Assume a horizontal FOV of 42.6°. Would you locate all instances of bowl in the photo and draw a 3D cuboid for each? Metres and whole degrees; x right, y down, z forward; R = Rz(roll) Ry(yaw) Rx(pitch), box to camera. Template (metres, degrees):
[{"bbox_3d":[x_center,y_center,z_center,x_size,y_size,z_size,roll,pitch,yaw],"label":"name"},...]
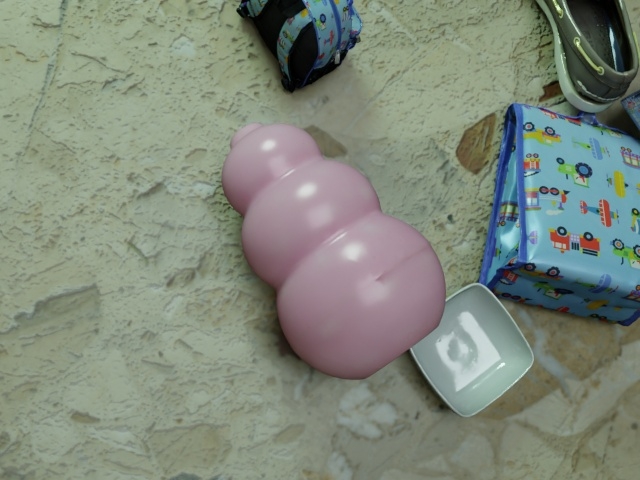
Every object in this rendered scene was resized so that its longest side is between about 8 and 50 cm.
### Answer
[{"bbox_3d":[0.189,0.143,1.077,0.142,0.053,0.142,-36,91,-15],"label":"bowl"}]

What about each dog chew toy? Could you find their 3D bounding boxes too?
[{"bbox_3d":[0.000,0.000,0.992,0.206,0.206,0.332,-34,81,-15],"label":"dog chew toy"}]

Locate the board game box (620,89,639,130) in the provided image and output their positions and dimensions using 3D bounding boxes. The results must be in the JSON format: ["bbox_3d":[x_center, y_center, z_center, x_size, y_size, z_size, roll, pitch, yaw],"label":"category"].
[{"bbox_3d":[0.533,-0.143,1.164,0.194,0.060,0.194,-23,85,-42],"label":"board game box"}]

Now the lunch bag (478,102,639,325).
[{"bbox_3d":[0.352,-0.058,1.115,0.220,0.138,0.293,13,68,-8],"label":"lunch bag"}]

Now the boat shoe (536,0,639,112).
[{"bbox_3d":[0.365,-0.346,1.152,0.116,0.097,0.325,-6,75,-13],"label":"boat shoe"}]

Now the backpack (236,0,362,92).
[{"bbox_3d":[-0.019,-0.293,1.036,0.116,0.173,0.158,-31,88,-15],"label":"backpack"}]
